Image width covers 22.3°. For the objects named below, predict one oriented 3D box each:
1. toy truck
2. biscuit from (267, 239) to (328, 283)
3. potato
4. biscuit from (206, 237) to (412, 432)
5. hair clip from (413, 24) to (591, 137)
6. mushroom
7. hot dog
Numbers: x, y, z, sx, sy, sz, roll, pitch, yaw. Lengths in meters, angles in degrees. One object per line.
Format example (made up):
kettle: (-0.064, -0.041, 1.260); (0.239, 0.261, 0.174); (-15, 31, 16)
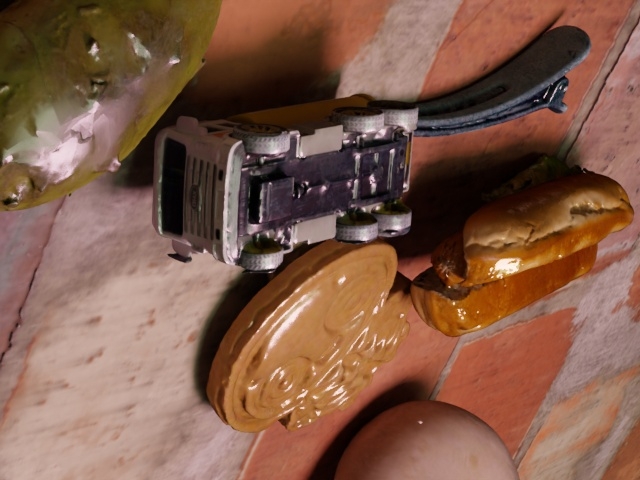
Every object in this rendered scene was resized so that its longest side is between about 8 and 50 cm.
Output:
toy truck: (-0.021, -0.047, 1.131); (0.227, 0.114, 0.098); (-15, 114, -50)
biscuit: (0.000, 0.000, 1.323); (0.120, 0.015, 0.120); (-37, 150, -26)
potato: (-0.129, -0.104, 0.921); (0.225, 0.090, 0.117); (-46, 147, -26)
biscuit: (0.003, 0.089, 1.390); (0.202, 0.044, 0.288); (-49, 155, 0)
hair clip: (0.124, -0.114, 1.345); (0.275, 0.048, 0.083); (-22, 145, -42)
mushroom: (0.095, 0.263, 1.638); (0.204, 0.204, 0.204); (-37, 149, -27)
hot dog: (0.189, -0.004, 1.506); (0.337, 0.100, 0.135); (-21, 151, -55)
